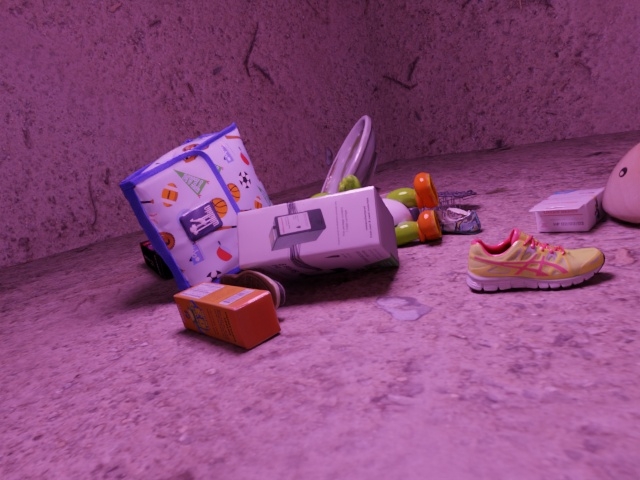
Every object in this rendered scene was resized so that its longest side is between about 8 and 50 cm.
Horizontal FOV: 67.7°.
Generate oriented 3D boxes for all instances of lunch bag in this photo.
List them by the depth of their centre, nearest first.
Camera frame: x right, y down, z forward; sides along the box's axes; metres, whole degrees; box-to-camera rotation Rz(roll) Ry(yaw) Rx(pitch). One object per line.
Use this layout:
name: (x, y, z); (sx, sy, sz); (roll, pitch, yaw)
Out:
lunch bag: (-0.298, -0.084, 1.231); (0.238, 0.328, 0.385); (-15, 22, 28)

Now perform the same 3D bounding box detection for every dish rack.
dish rack: (0.322, -0.099, 1.435); (0.271, 0.074, 0.208); (-16, 13, -22)

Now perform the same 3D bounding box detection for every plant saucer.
plant saucer: (0.105, -0.227, 1.643); (0.100, 0.401, 0.400); (23, 6, -11)

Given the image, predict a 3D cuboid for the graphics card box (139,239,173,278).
graphics card box: (-0.455, 0.029, 1.589); (0.232, 0.094, 0.370); (-18, 14, -25)

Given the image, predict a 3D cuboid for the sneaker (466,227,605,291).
sneaker: (0.337, 0.025, 0.762); (0.208, 0.094, 0.081); (-8, 11, 17)

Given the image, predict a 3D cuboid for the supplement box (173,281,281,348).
supplement box: (-0.174, 0.129, 0.859); (0.080, 0.078, 0.233); (-25, 16, -36)

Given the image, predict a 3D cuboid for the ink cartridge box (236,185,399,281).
ink cartridge box: (0.000, 0.000, 0.993); (0.288, 0.122, 0.211); (-10, -16, 17)

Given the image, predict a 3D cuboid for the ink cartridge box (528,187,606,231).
ink cartridge box: (0.538, -0.061, 1.034); (0.104, 0.062, 0.181); (-1, 16, 46)

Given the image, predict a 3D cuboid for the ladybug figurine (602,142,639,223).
ladybug figurine: (0.777, -0.135, 0.883); (0.448, 0.162, 0.305); (-6, 13, 27)

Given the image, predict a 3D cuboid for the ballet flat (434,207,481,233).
ballet flat: (0.320, -0.051, 1.215); (0.188, 0.070, 0.070); (-1, 16, 46)

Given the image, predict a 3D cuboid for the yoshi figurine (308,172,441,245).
yoshi figurine: (0.106, -0.063, 1.199); (0.361, 0.203, 0.203); (-11, 18, 23)

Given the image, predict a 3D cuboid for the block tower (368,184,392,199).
block tower: (0.183, -0.131, 1.670); (0.097, 0.091, 0.335); (-14, 12, -2)

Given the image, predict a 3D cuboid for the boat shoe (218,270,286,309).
boat shoe: (-0.127, 0.097, 0.943); (0.073, 0.080, 0.223); (-1, -2, -38)
